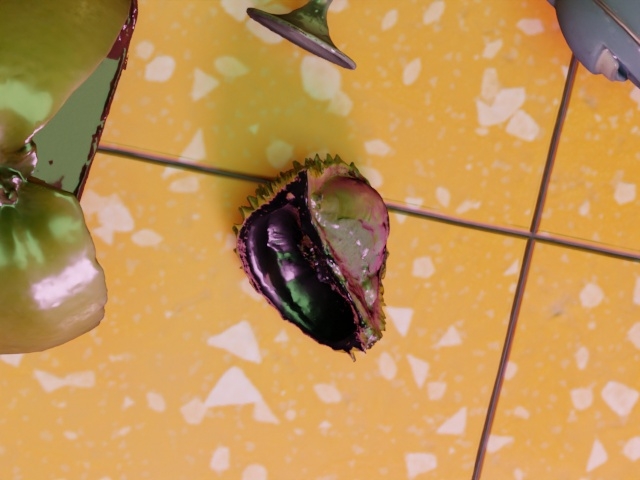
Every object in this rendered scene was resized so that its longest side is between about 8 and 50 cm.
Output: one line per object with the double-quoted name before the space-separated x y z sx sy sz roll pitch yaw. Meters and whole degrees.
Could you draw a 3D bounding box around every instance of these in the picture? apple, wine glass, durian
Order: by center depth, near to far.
"apple" -0.262 -0.068 1.326 0.233 0.258 0.295 7 100 -16
"wine glass" 0.037 -0.261 1.530 0.103 0.103 0.231 29 89 -15
"durian" 0.003 -0.002 1.582 0.108 0.119 0.187 -48 123 -40

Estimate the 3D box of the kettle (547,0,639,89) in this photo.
"kettle" 0.307 -0.291 1.540 0.342 0.247 0.319 -46 74 6

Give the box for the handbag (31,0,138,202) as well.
"handbag" -0.302 -0.125 1.483 0.275 0.084 0.260 17 97 -18
